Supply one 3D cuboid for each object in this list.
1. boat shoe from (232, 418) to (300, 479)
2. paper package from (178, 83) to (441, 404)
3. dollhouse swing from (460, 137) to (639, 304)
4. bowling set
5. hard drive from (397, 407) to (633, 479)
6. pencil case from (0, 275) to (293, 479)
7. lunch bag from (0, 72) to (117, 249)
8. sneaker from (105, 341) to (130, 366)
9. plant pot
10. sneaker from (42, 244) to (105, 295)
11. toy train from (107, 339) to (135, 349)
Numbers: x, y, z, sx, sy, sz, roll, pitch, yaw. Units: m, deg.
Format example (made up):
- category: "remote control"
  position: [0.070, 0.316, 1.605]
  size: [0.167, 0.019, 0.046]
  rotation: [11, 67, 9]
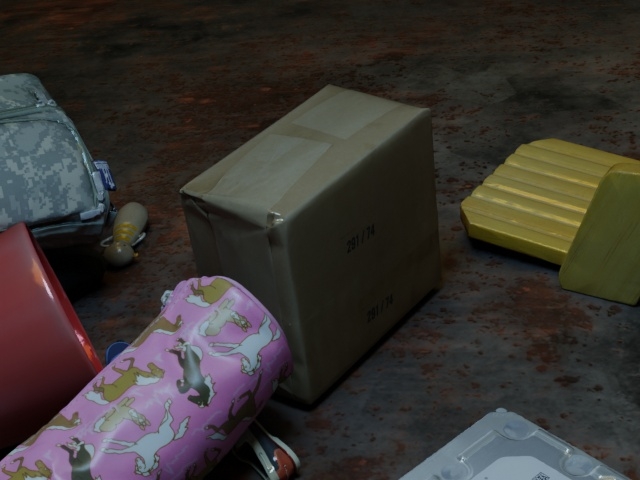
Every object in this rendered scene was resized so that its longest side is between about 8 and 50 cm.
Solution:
- category: "boat shoe"
  position: [-0.082, 0.245, 1.293]
  size: [0.043, 0.049, 0.137]
  rotation: [-32, 43, -30]
- category: "paper package"
  position: [0.000, 0.000, 1.416]
  size: [0.168, 0.310, 0.325]
  rotation: [18, 42, 32]
- category: "dollhouse swing"
  position: [0.414, -0.128, 1.568]
  size: [0.305, 0.315, 0.347]
  rotation: [32, 46, 20]
- category: "bowling set"
  position: [-0.434, -0.059, 1.741]
  size: [0.287, 0.200, 0.154]
  rotation: [-8, 32, 9]
- category: "hard drive"
  position: [0.231, 0.313, 1.089]
  size: [0.237, 0.064, 0.339]
  rotation: [-28, 35, -30]
- category: "pencil case"
  position: [-0.204, 0.212, 1.206]
  size: [0.167, 0.160, 0.386]
  rotation: [16, 51, 40]
- category: "lunch bag"
  position: [-0.472, -0.078, 1.522]
  size: [0.305, 0.213, 0.256]
  rotation: [-13, 51, -35]
- category: "sneaker"
  position: [-0.248, 0.173, 1.423]
  size: [0.053, 0.059, 0.144]
  rotation: [-27, 42, -14]
- category: "plant pot"
  position: [-0.420, 0.145, 1.355]
  size: [0.243, 0.275, 0.275]
  rotation: [-27, 34, -11]
- category: "sneaker"
  position: [-0.458, 0.099, 1.578]
  size: [0.340, 0.140, 0.125]
  rotation: [-16, -14, -39]
- category: "toy train"
  position: [-0.220, 0.158, 1.489]
  size: [0.158, 0.027, 0.036]
  rotation: [1, 45, 13]
